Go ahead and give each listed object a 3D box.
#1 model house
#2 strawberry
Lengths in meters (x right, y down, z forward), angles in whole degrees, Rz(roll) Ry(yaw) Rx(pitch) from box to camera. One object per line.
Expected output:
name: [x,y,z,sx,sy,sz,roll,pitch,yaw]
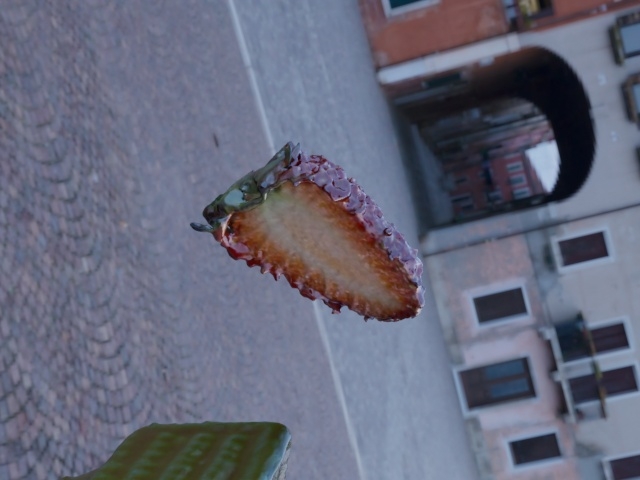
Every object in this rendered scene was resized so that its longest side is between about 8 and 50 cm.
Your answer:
model house: [-0.127,0.248,0.715,0.173,0.239,0.268,53,28,-10]
strawberry: [0.000,-0.005,0.898,0.208,0.167,0.087,43,43,-23]
